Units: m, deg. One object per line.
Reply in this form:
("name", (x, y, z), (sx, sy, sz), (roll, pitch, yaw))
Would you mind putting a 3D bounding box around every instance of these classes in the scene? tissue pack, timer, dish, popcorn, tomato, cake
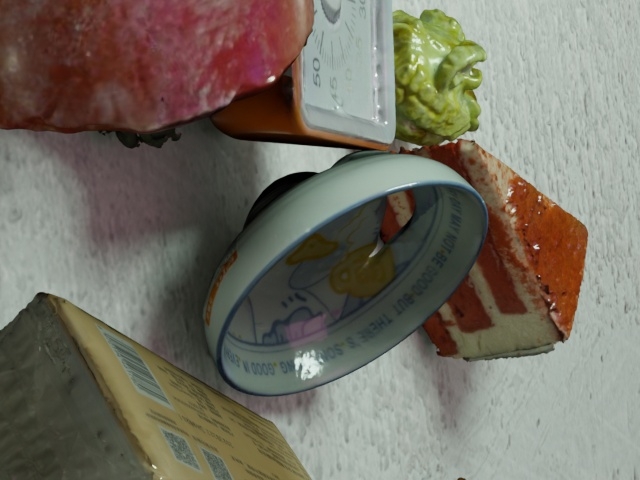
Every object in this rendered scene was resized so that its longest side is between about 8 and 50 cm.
("tissue pack", (-0.149, 0.219, 1.422), (0.305, 0.239, 0.238), (37, 57, -51))
("timer", (-0.025, -0.207, 1.591), (0.250, 0.161, 0.257), (22, 67, -85))
("dish", (0.000, 0.000, 1.676), (0.273, 0.273, 0.134), (17, 33, -55))
("popcorn", (0.094, -0.160, 1.889), (0.136, 0.162, 0.141), (-25, 85, -20))
("tomato", (-0.140, -0.211, 1.335), (0.309, 0.309, 0.170), (-53, 155, -45))
("cake", (0.164, -0.028, 1.945), (0.262, 0.158, 0.159), (65, 35, -28))

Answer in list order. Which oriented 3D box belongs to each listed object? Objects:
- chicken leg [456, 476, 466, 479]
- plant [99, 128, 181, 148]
("chicken leg", (0.094, 0.306, 1.889), (0.251, 0.087, 0.107), (-6, 72, -50))
("plant", (-0.155, -0.128, 1.521), (0.143, 0.094, 0.092), (24, 57, -49))
